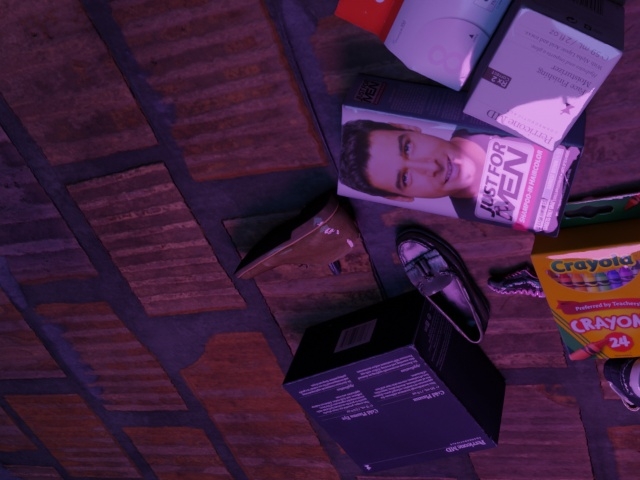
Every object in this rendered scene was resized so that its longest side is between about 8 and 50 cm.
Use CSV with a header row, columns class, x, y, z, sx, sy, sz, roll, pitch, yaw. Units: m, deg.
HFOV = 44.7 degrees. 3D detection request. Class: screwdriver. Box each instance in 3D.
class,x,y,z,sx,sy,sz,roll,pitch,yaw
screwdriver,0.000,0.000,1.556,0.025,0.024,0.169,6,131,55

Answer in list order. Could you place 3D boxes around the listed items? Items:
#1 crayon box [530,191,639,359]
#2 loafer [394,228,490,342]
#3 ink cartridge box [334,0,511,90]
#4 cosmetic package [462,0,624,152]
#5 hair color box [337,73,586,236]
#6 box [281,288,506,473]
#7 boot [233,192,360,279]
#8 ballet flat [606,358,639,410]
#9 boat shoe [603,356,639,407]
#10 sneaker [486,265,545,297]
class,x,y,z,sx,sy,sz,roll,pitch,yaw
crayon box,0.502,0.072,1.374,0.202,0.081,0.318,-9,124,33
loafer,0.240,0.089,1.489,0.096,0.084,0.267,-33,114,27
ink cartridge box,0.150,-0.355,1.169,0.232,0.066,0.189,22,133,-4
cosmetic package,0.319,-0.260,1.119,0.151,0.151,0.183,25,133,0
hair color box,0.223,-0.141,1.284,0.375,0.113,0.185,12,132,11
box,0.158,0.305,1.646,0.343,0.179,0.312,-23,116,34
boot,-0.052,0.025,1.526,0.305,0.112,0.115,-29,115,39
ballet flat,0.605,0.271,1.536,0.057,0.052,0.168,-14,122,31
boat shoe,0.666,0.290,1.495,0.303,0.114,0.091,33,166,-27
sneaker,0.374,0.072,1.466,0.119,0.047,0.057,4,111,15
